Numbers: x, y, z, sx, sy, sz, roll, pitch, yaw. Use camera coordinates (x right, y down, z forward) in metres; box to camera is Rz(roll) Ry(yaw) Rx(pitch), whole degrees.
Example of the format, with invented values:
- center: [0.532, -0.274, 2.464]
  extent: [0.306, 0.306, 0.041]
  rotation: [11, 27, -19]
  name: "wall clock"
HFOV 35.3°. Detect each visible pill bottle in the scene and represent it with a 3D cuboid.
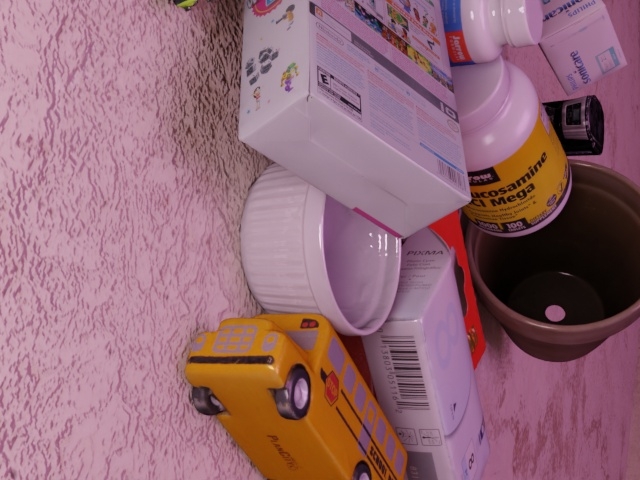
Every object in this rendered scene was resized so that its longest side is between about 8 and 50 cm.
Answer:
- center: [0.252, -0.153, 1.513]
  extent: [0.334, 0.187, 0.188]
  rotation: [45, 50, -53]
  name: "pill bottle"
- center: [0.172, -0.291, 1.327]
  extent: [0.124, 0.221, 0.124]
  rotation: [8, 81, -62]
  name: "pill bottle"

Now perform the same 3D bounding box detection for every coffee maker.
- center: [0.442, -0.214, 1.903]
  extent: [0.171, 0.178, 0.120]
  rotation: [-22, 108, -62]
  name: "coffee maker"

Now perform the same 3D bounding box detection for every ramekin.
- center: [0.000, 0.000, 1.091]
  extent: [0.207, 0.109, 0.207]
  rotation: [9, 80, -63]
  name: "ramekin"

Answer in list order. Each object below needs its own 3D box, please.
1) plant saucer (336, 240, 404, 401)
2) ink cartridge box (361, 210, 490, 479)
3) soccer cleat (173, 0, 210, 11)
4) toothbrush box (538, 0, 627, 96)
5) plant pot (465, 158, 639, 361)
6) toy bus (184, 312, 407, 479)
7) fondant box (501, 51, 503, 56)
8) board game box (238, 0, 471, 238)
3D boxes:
- center: [0.088, 0.134, 1.325]
  extent: [0.259, 0.047, 0.259]
  rotation: [-6, 93, -62]
  name: "plant saucer"
- center: [0.183, 0.133, 1.362]
  extent: [0.385, 0.091, 0.308]
  rotation: [-51, 132, -51]
  name: "ink cartridge box"
- center: [-0.108, -0.279, 0.963]
  extent: [0.072, 0.060, 0.179]
  rotation: [59, 31, -28]
  name: "soccer cleat"
- center: [0.409, -0.439, 1.790]
  extent: [0.216, 0.126, 0.296]
  rotation: [37, 30, -57]
  name: "toothbrush box"
- center: [0.413, 0.067, 1.736]
  extent: [0.280, 0.323, 0.323]
  rotation: [74, 26, -59]
  name: "plant pot"
- center: [-0.013, 0.185, 1.050]
  extent: [0.333, 0.108, 0.130]
  rotation: [61, 37, -42]
  name: "toy bus"
- center: [0.215, -0.424, 1.563]
  extent: [0.238, 0.096, 0.330]
  rotation: [45, 50, -54]
  name: "fondant box"
- center: [0.033, -0.183, 1.026]
  extent: [0.224, 0.097, 0.303]
  rotation: [31, 43, -35]
  name: "board game box"
